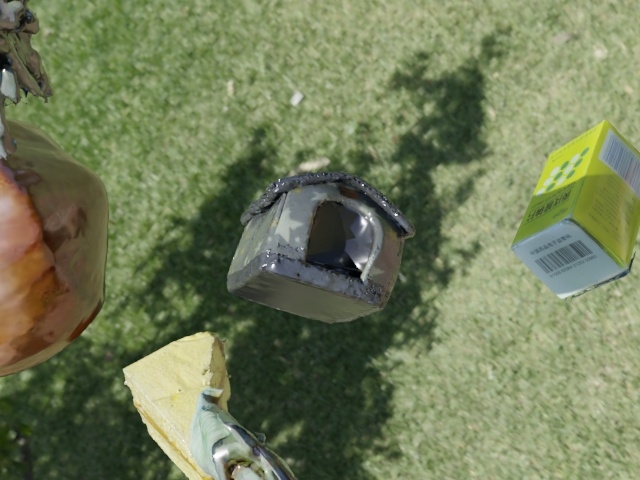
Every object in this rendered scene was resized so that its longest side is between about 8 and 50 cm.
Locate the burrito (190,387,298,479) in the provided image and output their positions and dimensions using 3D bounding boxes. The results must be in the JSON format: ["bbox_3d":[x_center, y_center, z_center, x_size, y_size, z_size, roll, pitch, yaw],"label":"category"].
[{"bbox_3d":[-0.105,0.267,1.281,0.089,0.144,0.229,-40,12,-10],"label":"burrito"}]

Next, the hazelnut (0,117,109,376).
[{"bbox_3d":[-0.461,0.009,1.390,0.372,0.315,0.372,1,75,-3],"label":"hazelnut"}]

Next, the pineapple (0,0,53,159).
[{"bbox_3d":[-0.237,-0.227,0.680,0.175,0.361,0.175,-2,47,2],"label":"pineapple"}]

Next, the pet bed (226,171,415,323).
[{"bbox_3d":[0.000,0.000,1.244,0.211,0.183,0.159,144,142,-70],"label":"pet bed"}]

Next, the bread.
[{"bbox_3d":[-0.202,0.332,1.872,0.198,0.263,0.236,-29,54,-17],"label":"bread"}]

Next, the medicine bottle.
[{"bbox_3d":[0.417,-0.048,1.607,0.137,0.141,0.250,-31,21,48],"label":"medicine bottle"}]
